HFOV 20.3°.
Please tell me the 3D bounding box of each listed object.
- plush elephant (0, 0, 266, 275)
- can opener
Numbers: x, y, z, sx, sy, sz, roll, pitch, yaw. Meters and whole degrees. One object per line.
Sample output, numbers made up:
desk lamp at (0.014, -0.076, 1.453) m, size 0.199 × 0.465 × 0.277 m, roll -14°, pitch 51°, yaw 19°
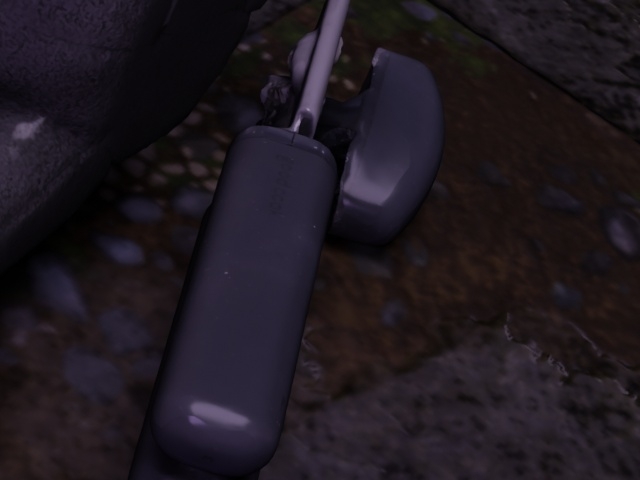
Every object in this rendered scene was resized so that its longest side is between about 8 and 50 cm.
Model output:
plush elephant at (-0.151, -0.153, 0.676) m, size 0.255 × 0.272 × 0.330 m, roll 32°, pitch 32°, yaw 12°
can opener at (0.000, 0.000, 0.719) m, size 0.095 × 0.076 × 0.283 m, roll 18°, pitch 42°, yaw -5°
